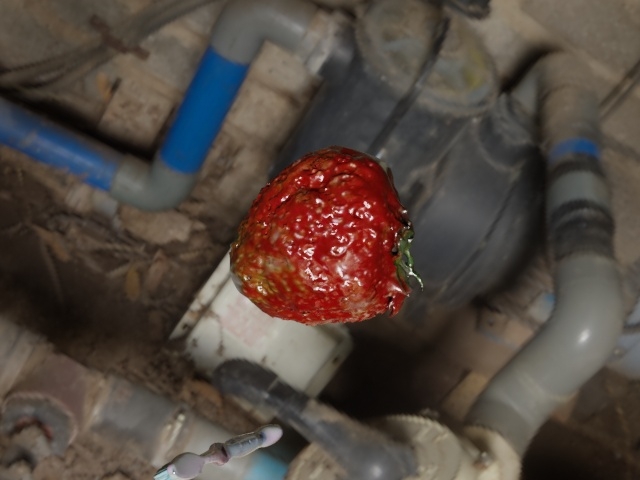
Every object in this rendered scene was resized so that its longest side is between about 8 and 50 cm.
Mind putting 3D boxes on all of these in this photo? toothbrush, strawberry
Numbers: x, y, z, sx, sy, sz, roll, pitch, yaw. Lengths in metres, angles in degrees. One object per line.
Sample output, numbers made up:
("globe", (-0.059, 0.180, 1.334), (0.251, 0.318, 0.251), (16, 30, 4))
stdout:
("toothbrush", (-0.078, 0.178, 0.994), (0.269, 0.027, 0.021), (10, 63, -74))
("strawberry", (0.000, 0.000, 0.639), (0.106, 0.106, 0.106), (21, 41, -20))
